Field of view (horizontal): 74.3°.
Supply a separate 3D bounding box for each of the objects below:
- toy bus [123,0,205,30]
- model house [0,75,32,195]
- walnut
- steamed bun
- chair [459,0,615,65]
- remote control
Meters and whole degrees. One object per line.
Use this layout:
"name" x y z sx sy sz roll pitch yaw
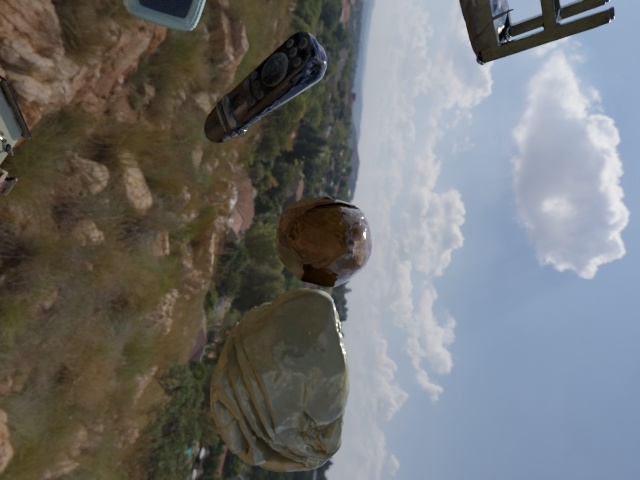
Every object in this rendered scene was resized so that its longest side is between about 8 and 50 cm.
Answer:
"toy bus" -0.260 -0.460 0.685 0.165 0.133 0.271 -63 -143 34
"model house" -0.730 -0.244 0.855 0.244 0.169 0.326 -58 167 -4
"walnut" 0.000 0.000 0.627 0.245 0.137 0.137 -179 -85 -74
"steamed bun" -0.084 0.237 0.707 0.289 0.203 0.276 119 -34 -57
"chair" 0.192 -0.299 0.520 0.136 0.270 0.147 -53 127 -46
"remote control" -0.100 -0.255 0.745 0.066 0.265 0.090 25 43 -50
